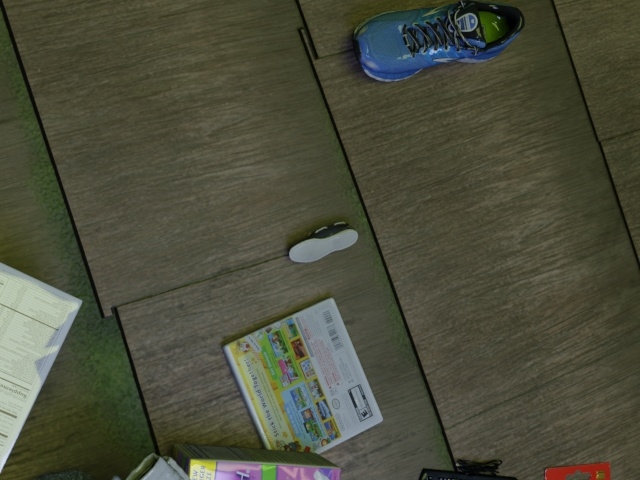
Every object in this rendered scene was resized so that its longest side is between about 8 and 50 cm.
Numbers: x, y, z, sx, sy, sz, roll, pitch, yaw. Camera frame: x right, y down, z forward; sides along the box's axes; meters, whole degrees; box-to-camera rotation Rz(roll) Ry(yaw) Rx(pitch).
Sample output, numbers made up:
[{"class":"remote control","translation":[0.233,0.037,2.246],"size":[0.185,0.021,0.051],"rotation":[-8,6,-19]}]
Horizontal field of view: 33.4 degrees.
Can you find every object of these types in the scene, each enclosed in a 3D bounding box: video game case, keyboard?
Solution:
[{"class":"video game case","translation":[-0.027,0.236,1.751],"size":[0.206,0.026,0.227],"rotation":[-23,92,-22]},{"class":"keyboard","translation":[0.259,0.423,1.830],"size":[0.192,0.038,0.100],"rotation":[9,79,-21]}]

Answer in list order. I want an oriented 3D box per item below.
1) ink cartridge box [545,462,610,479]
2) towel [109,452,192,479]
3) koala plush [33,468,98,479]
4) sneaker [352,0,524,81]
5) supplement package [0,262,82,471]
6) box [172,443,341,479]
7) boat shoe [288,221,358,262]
[{"class":"ink cartridge box","translation":[0.477,0.493,1.902],"size":[0.145,0.045,0.179],"rotation":[0,85,-22]},{"class":"towel","translation":[-0.256,0.464,1.424],"size":[0.312,0.056,0.324],"rotation":[-44,132,-16]},{"class":"koala plush","translation":[-0.334,0.423,1.500],"size":[0.196,0.221,0.203],"rotation":[-39,97,-21]},{"class":"sneaker","translation":[0.209,-0.366,1.860],"size":[0.330,0.147,0.130],"rotation":[-15,88,-22]},{"class":"supplement package","translation":[-0.489,0.167,1.486],"size":[0.198,0.199,0.262],"rotation":[27,74,-15]},{"class":"box","translation":[-0.110,0.432,1.628],"size":[0.243,0.117,0.213],"rotation":[8,88,-19]},{"class":"boat shoe","translation":[0.000,0.000,1.787],"size":[0.125,0.038,0.046],"rotation":[-21,132,-17]}]
